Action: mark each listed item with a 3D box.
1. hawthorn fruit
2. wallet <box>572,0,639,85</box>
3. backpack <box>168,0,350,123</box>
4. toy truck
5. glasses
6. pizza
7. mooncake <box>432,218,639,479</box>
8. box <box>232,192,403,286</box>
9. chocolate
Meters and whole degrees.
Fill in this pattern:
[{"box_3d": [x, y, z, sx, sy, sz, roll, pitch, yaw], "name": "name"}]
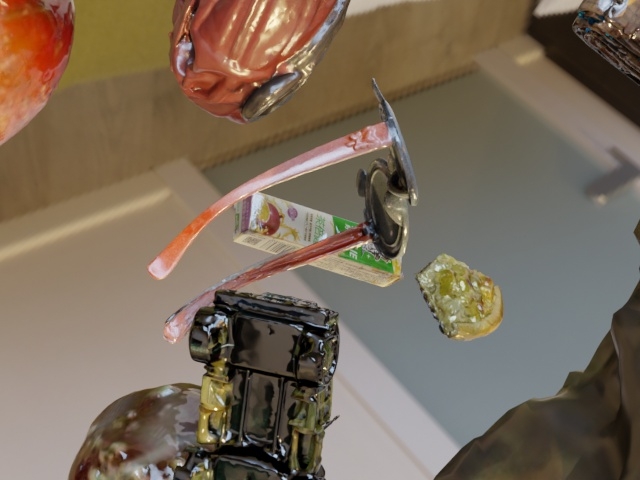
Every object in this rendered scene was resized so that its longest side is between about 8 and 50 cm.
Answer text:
[{"box_3d": [-0.320, -0.185, 1.009, 0.263, 0.235, 0.231, -34, 155, -32], "name": "hawthorn fruit"}, {"box_3d": [0.225, -0.166, 0.588, 0.124, 0.042, 0.230, 34, 82, -20], "name": "wallet"}, {"box_3d": [-0.043, -0.217, 0.974, 0.139, 0.229, 0.229, 25, 114, -12], "name": "backpack"}, {"box_3d": [-0.044, 0.167, 1.031, 0.127, 0.127, 0.257, -32, 129, -64], "name": "toy truck"}, {"box_3d": [-0.039, -0.024, 1.114, 0.268, 0.118, 0.234, -19, 161, -10], "name": "glasses"}, {"box_3d": [0.147, 0.055, 1.238, 0.036, 0.099, 0.160, -44, 172, 23], "name": "pizza"}, {"box_3d": [0.165, 0.157, 0.491, 0.394, 0.246, 0.393, -21, 128, 5], "name": "mooncake"}, {"box_3d": [0.000, 0.000, 1.339, 0.207, 0.050, 0.041, 17, 152, -27], "name": "box"}, {"box_3d": [-0.146, 0.323, 1.307, 0.225, 0.340, 0.210, -36, 174, 20], "name": "chocolate"}]
